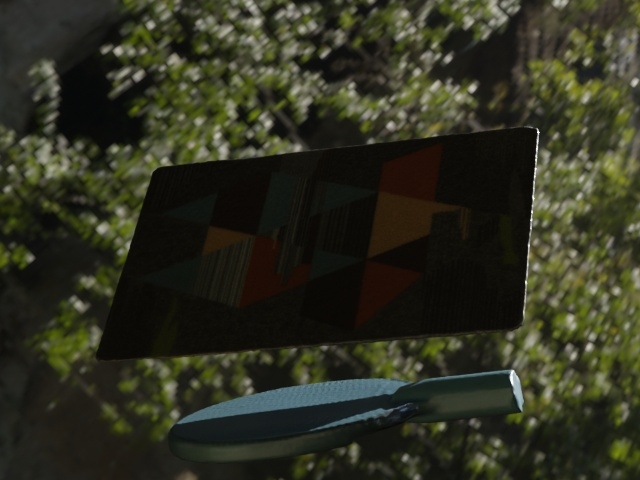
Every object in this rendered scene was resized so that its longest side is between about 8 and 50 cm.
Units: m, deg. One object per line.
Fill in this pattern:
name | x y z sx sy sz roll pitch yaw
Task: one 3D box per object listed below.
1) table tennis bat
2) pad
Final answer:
table tennis bat | 0.009 0.073 0.710 0.155 0.100 0.019 -9 -84 15
pad | 0.000 0.000 0.818 0.211 0.143 0.003 -6 -46 17
